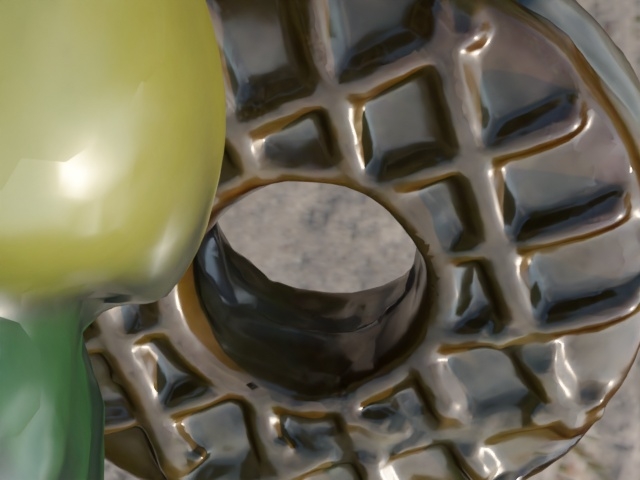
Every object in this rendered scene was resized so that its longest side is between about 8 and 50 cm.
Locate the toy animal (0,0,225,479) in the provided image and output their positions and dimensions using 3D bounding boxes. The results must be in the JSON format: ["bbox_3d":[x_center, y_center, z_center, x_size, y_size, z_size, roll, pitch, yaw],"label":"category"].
[{"bbox_3d":[-0.126,-0.020,0.423,0.216,0.191,0.338,-1,99,-71],"label":"toy animal"}]

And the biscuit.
[{"bbox_3d":[0.000,0.000,0.750,0.332,0.103,0.332,3,122,4],"label":"biscuit"}]
